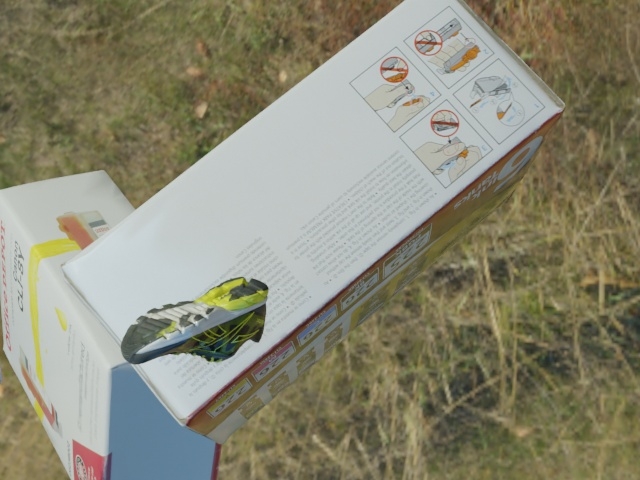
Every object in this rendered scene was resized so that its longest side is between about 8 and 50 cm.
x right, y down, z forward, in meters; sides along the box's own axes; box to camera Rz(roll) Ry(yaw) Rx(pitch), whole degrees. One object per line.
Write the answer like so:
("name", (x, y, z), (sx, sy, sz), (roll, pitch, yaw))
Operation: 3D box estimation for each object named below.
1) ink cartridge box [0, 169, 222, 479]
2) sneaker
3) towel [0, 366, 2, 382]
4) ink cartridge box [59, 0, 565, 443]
("ink cartridge box", (-0.275, 0.129, 1.245), (0.160, 0.385, 0.279), (-13, 129, -30))
("sneaker", (-0.058, 0.047, 0.483), (0.031, 0.083, 0.035), (21, 124, 49))
("towel", (-0.557, 0.195, 1.421), (0.029, 0.197, 0.144), (44, 142, 35))
("ink cartridge box", (0.000, 0.000, 0.728), (0.130, 0.309, 0.272), (49, 171, 11))
